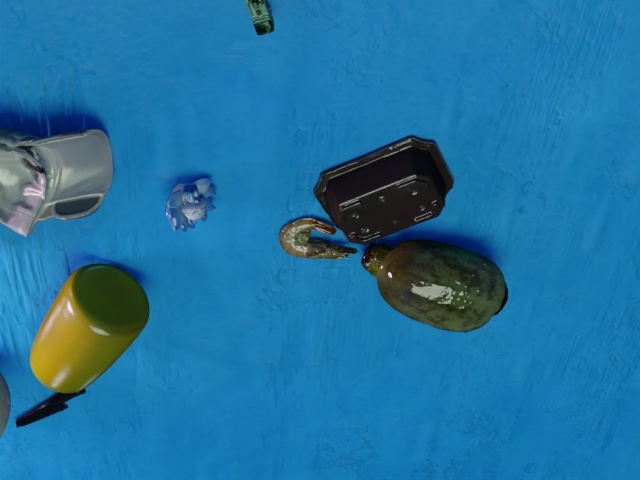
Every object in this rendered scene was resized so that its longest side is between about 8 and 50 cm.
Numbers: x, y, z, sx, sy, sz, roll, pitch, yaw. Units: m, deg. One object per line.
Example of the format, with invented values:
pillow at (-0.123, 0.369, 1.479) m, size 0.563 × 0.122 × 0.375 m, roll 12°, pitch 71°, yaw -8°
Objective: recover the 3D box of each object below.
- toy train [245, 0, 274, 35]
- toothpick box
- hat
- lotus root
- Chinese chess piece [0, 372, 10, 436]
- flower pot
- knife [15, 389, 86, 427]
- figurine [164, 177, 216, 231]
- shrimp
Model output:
toy train at (-0.098, -0.369, 1.582) m, size 0.033 × 0.053 × 0.083 m, roll -15°, pitch 136°, yaw 8°
toothpick box at (-0.471, 0.186, 2.005) m, size 0.175 × 0.175 × 0.271 m, roll 21°, pitch 131°, yaw -26°
hat at (-0.487, -0.140, 1.748) m, size 0.226 × 0.164 × 0.219 m, roll -34°, pitch 144°, yaw -30°
lotus root at (0.227, 0.086, 2.013) m, size 0.309 × 0.173 × 0.173 m, roll 15°, pitch 131°, yaw -12°
Chinese chess piece at (-0.765, 0.353, 2.069) m, size 0.257 × 0.257 × 0.104 m, roll -20°, pitch 145°, yaw 12°
flower pot at (0.124, -0.077, 1.880) m, size 0.251 × 0.084 × 0.179 m, roll -22°, pitch 134°, yaw 13°
knife at (-0.615, 0.382, 2.287) m, size 0.230 × 0.028 × 0.060 m, roll -29°, pitch 143°, yaw 23°
figurine at (-0.240, -0.059, 1.853) m, size 0.114 × 0.079 × 0.114 m, roll -35°, pitch 138°, yaw -38°
shrimp at (0.000, -0.005, 1.977) m, size 0.162 × 0.045 × 0.095 m, roll 6°, pitch 113°, yaw -7°
